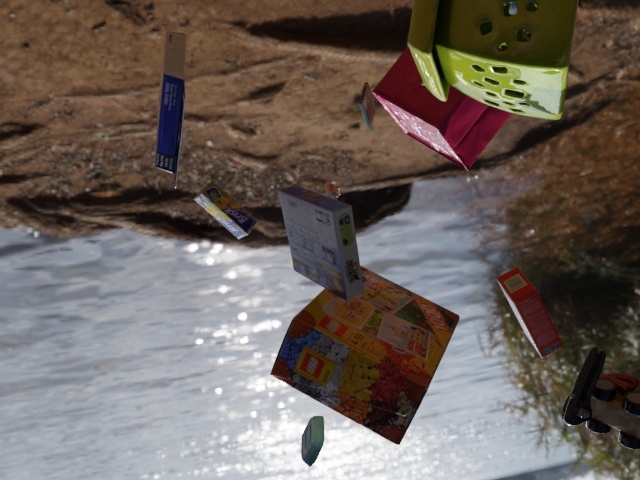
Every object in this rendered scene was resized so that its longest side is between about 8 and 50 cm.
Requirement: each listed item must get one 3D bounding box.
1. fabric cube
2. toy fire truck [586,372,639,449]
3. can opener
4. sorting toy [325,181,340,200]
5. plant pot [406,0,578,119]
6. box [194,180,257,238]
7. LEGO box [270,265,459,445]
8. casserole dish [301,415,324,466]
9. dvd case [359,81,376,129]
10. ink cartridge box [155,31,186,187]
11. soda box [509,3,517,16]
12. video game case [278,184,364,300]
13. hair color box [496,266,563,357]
[{"bbox_3d":[0.346,-0.394,1.877,0.258,0.254,0.259,-51,144,2],"label":"fabric cube"},{"bbox_3d":[0.760,0.354,1.597,0.247,0.158,0.217,-17,-156,-38],"label":"toy fire truck"},{"bbox_3d":[0.583,0.325,1.545,0.059,0.186,0.073,17,-175,-32],"label":"can opener"},{"bbox_3d":[0.032,-0.130,2.189,0.045,0.075,0.083,14,161,11],"label":"sorting toy"},{"bbox_3d":[0.241,-0.305,0.948,0.207,0.228,0.227,7,175,17],"label":"plant pot"},{"bbox_3d":[-0.256,-0.082,1.885,0.169,0.054,0.059,42,147,-17],"label":"box"},{"bbox_3d":[0.144,0.285,1.925,0.193,0.373,0.500,-68,168,21],"label":"LEGO box"},{"bbox_3d":[-0.027,0.620,2.173,0.037,0.188,0.114,24,107,-10],"label":"casserole dish"},{"bbox_3d":[0.131,-0.373,1.931,0.013,0.119,0.087,-10,127,19],"label":"dvd case"},{"bbox_3d":[-0.293,-0.255,1.360,0.045,0.223,0.223,4,132,-15],"label":"ink cartridge box"},{"bbox_3d":[0.409,-0.508,1.428,0.063,0.183,0.058,-21,117,47],"label":"soda box"},{"bbox_3d":[0.000,0.000,1.811,0.061,0.244,0.270,-21,-154,-27],"label":"video game case"},{"bbox_3d":[0.346,0.119,1.147,0.043,0.072,0.141,-29,120,7],"label":"hair color box"}]
